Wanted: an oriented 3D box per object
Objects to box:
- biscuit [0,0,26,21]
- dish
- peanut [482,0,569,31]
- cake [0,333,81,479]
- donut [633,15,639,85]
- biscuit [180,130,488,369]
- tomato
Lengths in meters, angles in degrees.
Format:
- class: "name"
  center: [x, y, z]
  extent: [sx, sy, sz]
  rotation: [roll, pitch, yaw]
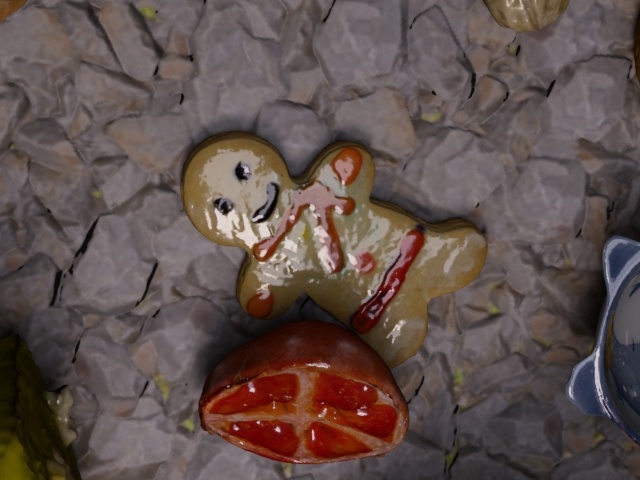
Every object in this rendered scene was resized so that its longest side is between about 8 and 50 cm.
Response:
- class: "biscuit"
  center: [-0.293, -0.252, 1.073]
  extent: [0.203, 0.041, 0.260]
  rotation: [-37, 109, 2]
- class: "dish"
  center: [0.300, 0.057, 1.235]
  extent: [0.236, 0.086, 0.227]
  rotation: [6, 103, -11]
- class: "peanut"
  center: [0.141, -0.234, 1.135]
  extent: [0.080, 0.080, 0.174]
  rotation: [-9, 107, -7]
- class: "cake"
  center: [-0.230, 0.185, 1.087]
  extent: [0.156, 0.260, 0.179]
  rotation: [-22, 108, -1]
- class: "donut"
  center: [0.298, -0.142, 1.195]
  extent: [0.152, 0.058, 0.151]
  rotation: [-2, 104, -10]
- class: "biscuit"
  center: [0.000, 0.000, 1.198]
  extent: [0.234, 0.030, 0.153]
  rotation: [33, 95, -17]
- class: "tomato"
  center: [-0.008, 0.107, 1.193]
  extent: [0.156, 0.069, 0.155]
  rotation: [4, 145, 3]
